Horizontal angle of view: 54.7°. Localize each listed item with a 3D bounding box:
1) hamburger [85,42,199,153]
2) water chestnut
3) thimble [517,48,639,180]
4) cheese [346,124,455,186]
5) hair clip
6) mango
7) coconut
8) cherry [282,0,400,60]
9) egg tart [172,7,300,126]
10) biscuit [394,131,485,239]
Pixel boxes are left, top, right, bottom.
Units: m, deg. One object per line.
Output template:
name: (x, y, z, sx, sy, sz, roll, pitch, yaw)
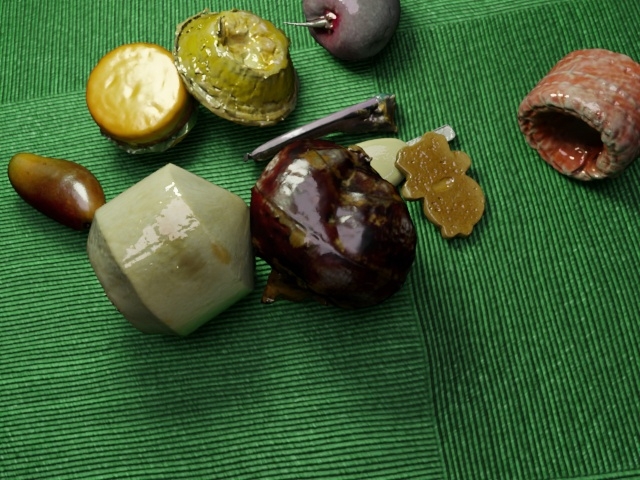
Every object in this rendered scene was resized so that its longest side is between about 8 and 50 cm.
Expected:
hamburger: (-0.382, -0.301, 1.367, 0.246, 0.170, 0.246, -1, 80, 4)
water chestnut: (0.000, 0.000, 1.136, 0.347, 0.335, 0.335, -45, 69, 8)
thimble: (0.521, -0.240, 1.187, 0.239, 0.239, 0.162, 37, 74, 19)
cheese: (0.168, -0.180, 1.307, 0.251, 0.054, 0.127, -26, 72, -4)
hair clip: (0.006, -0.234, 1.321, 0.359, 0.095, 0.110, -16, 36, -7)
mango: (-0.566, -0.113, 1.348, 0.267, 0.111, 0.133, 29, 91, 16)
coconut: (-0.266, 0.012, 1.166, 0.323, 0.323, 0.323, -3, 68, 7)
cherry: (0.070, -0.507, 1.378, 0.266, 0.183, 0.213, -39, 82, -22)
egg tart: (-0.162, -0.388, 1.326, 0.315, 0.120, 0.315, 16, 56, -25)
biscuit: (0.249, -0.110, 1.259, 0.166, 0.036, 0.225, -33, 82, -14)
